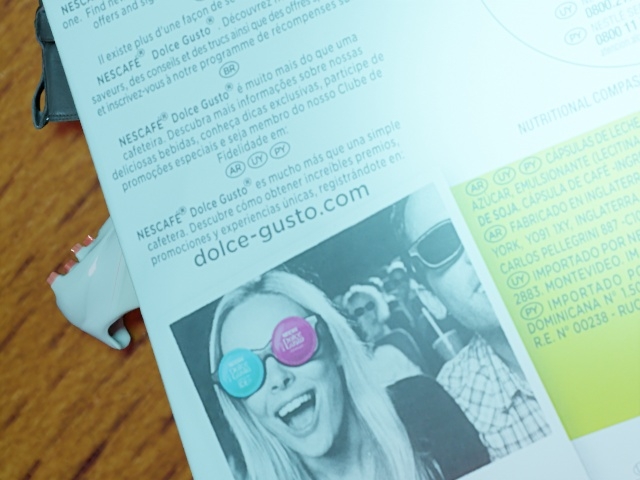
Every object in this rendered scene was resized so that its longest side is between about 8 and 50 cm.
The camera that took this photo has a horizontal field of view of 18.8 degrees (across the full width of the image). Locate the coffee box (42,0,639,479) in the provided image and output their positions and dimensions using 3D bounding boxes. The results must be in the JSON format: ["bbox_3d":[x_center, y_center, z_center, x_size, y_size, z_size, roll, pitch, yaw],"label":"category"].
[{"bbox_3d":[0.125,-0.025,0.946,0.338,0.338,0.334,-23,79,19],"label":"coffee box"}]

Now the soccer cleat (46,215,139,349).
[{"bbox_3d":[-0.111,-0.007,1.328,0.076,0.068,0.196,42,118,1],"label":"soccer cleat"}]

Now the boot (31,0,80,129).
[{"bbox_3d":[-0.096,-0.200,1.305,0.263,0.091,0.229,-13,100,14],"label":"boot"}]
